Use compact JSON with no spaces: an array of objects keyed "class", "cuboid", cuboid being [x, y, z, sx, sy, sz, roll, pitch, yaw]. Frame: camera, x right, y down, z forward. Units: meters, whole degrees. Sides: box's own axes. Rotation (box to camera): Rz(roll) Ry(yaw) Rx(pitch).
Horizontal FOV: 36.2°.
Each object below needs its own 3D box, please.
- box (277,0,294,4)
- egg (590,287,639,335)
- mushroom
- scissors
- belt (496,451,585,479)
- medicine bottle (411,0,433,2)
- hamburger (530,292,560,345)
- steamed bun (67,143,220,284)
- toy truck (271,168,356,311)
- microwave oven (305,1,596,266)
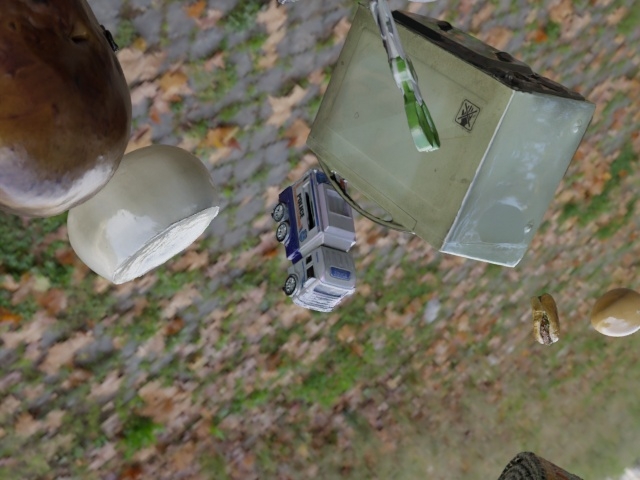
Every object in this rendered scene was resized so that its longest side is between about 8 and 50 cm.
[{"class":"box","cuboid":[0.038,-0.552,1.690,0.261,0.116,0.279,-45,173,35]},{"class":"egg","cuboid":[0.494,0.121,1.628,0.096,0.080,0.080,-16,146,-32]},{"class":"mushroom","cuboid":[-0.368,-0.187,1.091,0.259,0.346,0.345,-18,163,14]},{"class":"scissors","cuboid":[0.107,-0.210,1.243,0.027,0.204,0.101,-19,178,15]},{"class":"belt","cuboid":[0.309,0.430,1.409,0.207,0.160,0.295,-64,180,14]},{"class":"medicine bottle","cuboid":[0.119,-0.426,1.343,0.130,0.341,0.130,-3,120,-5]},{"class":"hamburger","cuboid":[0.374,0.131,1.627,0.044,0.083,0.076,-9,134,11]},{"class":"steamed bun","cuboid":[-0.375,-0.068,2.032,0.324,0.206,0.324,-36,172,-6]},{"class":"toy truck","cuboid":[0.000,0.000,2.034,0.124,0.268,0.155,15,142,-35]},{"class":"microwave oven","cuboid":[0.212,-0.182,1.668,0.247,0.394,0.333,4,117,-41]}]
